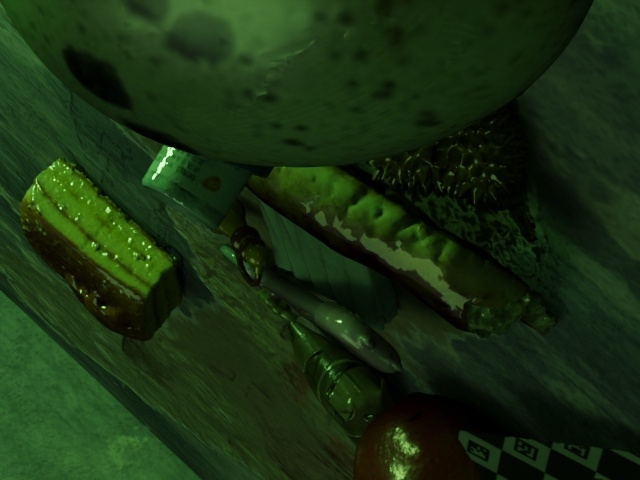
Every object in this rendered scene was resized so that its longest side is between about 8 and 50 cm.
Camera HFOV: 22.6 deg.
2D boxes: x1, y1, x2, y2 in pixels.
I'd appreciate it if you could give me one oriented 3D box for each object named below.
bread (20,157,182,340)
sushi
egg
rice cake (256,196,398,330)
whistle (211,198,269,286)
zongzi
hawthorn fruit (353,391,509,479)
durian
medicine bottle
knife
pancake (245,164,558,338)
[{"bbox_3d":[-0.304,0.019,2.203,0.234,0.110,0.184,41,161,11],"label":"bread"},{"bbox_3d":[0.273,0.251,1.560,0.231,0.047,0.220,1,133,45],"label":"sushi"},{"bbox_3d":[-0.019,-0.178,0.858,0.379,0.288,0.288,24,154,34],"label":"egg"},{"bbox_3d":[0.000,0.000,1.616,0.189,0.037,0.198,32,160,33],"label":"rice cake"},{"bbox_3d":[-0.088,0.007,1.734,0.046,0.057,0.109,19,-156,-36],"label":"whistle"},{"bbox_3d":[0.036,0.186,1.911,0.176,0.078,0.160,40,165,45],"label":"zongzi"},{"bbox_3d":[0.114,0.248,1.709,0.202,0.185,0.185,46,166,31],"label":"hawthorn fruit"},{"bbox_3d":[0.087,-0.066,1.189,0.208,0.102,0.146,46,157,-19],"label":"durian"},{"bbox_3d":[-0.039,-0.137,1.095,0.079,0.258,0.124,27,175,40],"label":"medicine bottle"},{"bbox_3d":[-0.017,0.074,1.718,0.132,0.038,0.398,37,175,-21],"label":"knife"},{"bbox_3d":[0.023,-0.023,1.336,0.426,0.067,0.305,32,180,31],"label":"pancake"}]
